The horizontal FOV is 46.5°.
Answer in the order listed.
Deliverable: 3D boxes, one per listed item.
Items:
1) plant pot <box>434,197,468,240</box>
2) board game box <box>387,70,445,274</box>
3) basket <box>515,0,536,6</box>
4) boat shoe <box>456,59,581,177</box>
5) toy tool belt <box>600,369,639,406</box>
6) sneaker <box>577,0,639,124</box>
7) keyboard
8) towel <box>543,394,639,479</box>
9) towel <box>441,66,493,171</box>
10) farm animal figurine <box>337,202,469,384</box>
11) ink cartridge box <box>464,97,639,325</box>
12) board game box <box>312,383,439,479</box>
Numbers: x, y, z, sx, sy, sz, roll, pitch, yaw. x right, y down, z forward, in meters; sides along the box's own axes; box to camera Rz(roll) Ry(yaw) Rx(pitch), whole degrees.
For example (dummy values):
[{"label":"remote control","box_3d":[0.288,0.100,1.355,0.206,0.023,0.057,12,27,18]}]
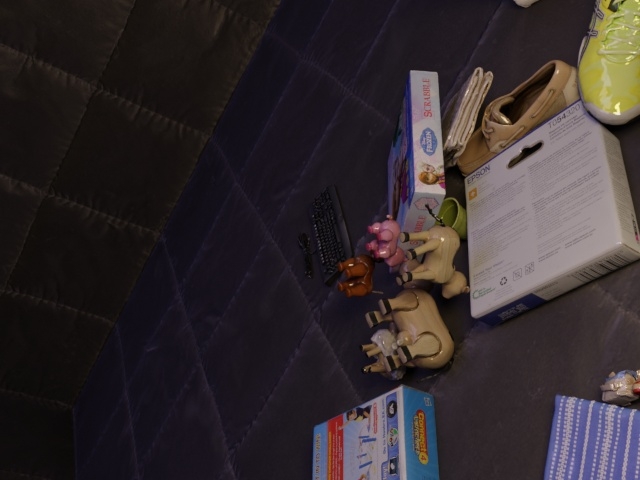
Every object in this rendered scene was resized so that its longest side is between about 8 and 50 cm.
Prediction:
[{"label":"plant pot","box_3d":[0.283,-0.035,1.525,0.083,0.079,0.083,-38,40,42]},{"label":"board game box","box_3d":[0.199,-0.138,1.601,0.318,0.066,0.318,97,176,-57]},{"label":"basket","box_3d":[0.462,-0.726,1.507,0.328,0.266,0.331,-17,54,56]},{"label":"boat shoe","box_3d":[0.375,-0.241,1.472,0.341,0.110,0.121,-40,39,45]},{"label":"toy tool belt","box_3d":[0.448,0.208,1.093,0.083,0.052,0.051,122,163,-60]},{"label":"sneaker","box_3d":[0.512,-0.382,1.256,0.145,0.147,0.384,7,76,26]},{"label":"keyboard","box_3d":[0.000,0.000,2.047,0.201,0.033,0.317,-51,32,30]},{"label":"towel","box_3d":[0.431,0.355,1.017,0.336,0.040,0.243,-2,73,60]},{"label":"towel","box_3d":[0.290,-0.244,1.589,0.282,0.049,0.187,124,169,-85]},{"label":"farm animal figurine","box_3d":[0.188,0.110,1.460,0.330,0.172,0.327,-21,81,64]},{"label":"ink cartridge box","box_3d":[0.401,-0.051,1.346,0.324,0.071,0.330,-36,38,45]},{"label":"board game box","box_3d":[0.102,0.483,1.471,0.302,0.086,0.308,-37,41,44]}]
